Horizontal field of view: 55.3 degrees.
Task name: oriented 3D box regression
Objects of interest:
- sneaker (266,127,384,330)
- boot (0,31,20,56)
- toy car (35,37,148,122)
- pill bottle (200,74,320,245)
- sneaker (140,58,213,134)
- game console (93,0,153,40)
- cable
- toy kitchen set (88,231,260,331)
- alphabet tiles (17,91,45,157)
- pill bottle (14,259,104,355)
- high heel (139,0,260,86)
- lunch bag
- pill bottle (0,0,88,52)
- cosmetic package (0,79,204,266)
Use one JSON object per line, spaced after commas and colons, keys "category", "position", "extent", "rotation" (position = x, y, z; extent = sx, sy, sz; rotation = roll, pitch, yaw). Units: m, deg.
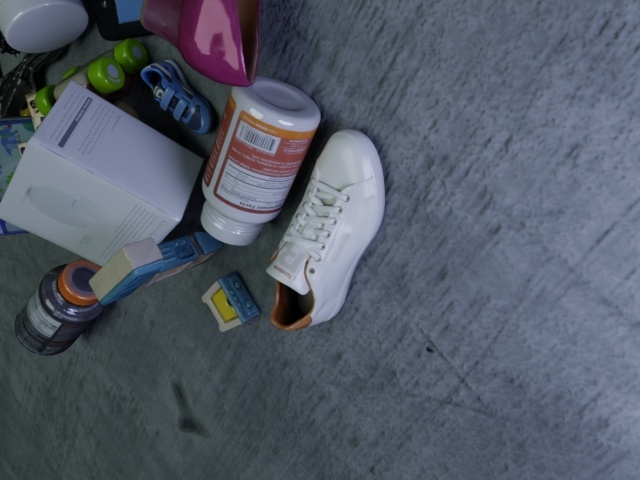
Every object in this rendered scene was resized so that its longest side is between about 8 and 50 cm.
{"category": "sneaker", "position": [0.000, 0.000, 0.798], "extent": [0.105, 0.123, 0.290], "rotation": [28, 119, 30]}
{"category": "boot", "position": [-0.582, -0.413, 1.137], "extent": [0.099, 0.045, 0.121], "rotation": [51, 133, 41]}
{"category": "toy car", "position": [-0.333, -0.204, 1.004], "extent": [0.155, 0.149, 0.188], "rotation": [-14, 122, 29]}
{"category": "pill bottle", "position": [-0.091, -0.103, 0.833], "extent": [0.121, 0.121, 0.216], "rotation": [40, 126, 20]}
{"category": "sneaker", "position": [-0.221, -0.216, 0.935], "extent": [0.144, 0.059, 0.053], "rotation": [49, 126, 13]}
{"category": "game console", "position": [-0.298, -0.421, 0.851], "extent": [0.293, 0.173, 0.250], "rotation": [6, 109, 37]}
{"category": "cable", "position": [-0.553, -0.318, 1.179], "extent": [0.287, 0.072, 0.140], "rotation": [-48, 57, 25]}
{"category": "toy kitchen set", "position": [-0.200, 0.076, 0.921], "extent": [0.122, 0.207, 0.166], "rotation": [-35, 83, 41]}
{"category": "alphabet tiles", "position": [-0.439, -0.154, 1.089], "extent": [0.198, 0.009, 0.237], "rotation": [-11, 100, 6]}
{"category": "pill bottle", "position": [-0.519, 0.132, 1.238], "extent": [0.245, 0.130, 0.131], "rotation": [-38, 81, 39]}
{"category": "high heel", "position": [-0.075, -0.377, 0.716], "extent": [0.181, 0.127, 0.377], "rotation": [35, 115, 19]}
{"category": "lunch bag", "position": [-0.563, -0.122, 1.153], "extent": [0.090, 0.175, 0.219], "rotation": [-133, 39, -67]}
{"category": "pill bottle", "position": [-0.508, -0.468, 1.002], "extent": [0.161, 0.161, 0.283], "rotation": [-31, 85, 40]}
{"category": "cosmetic package", "position": [-0.340, -0.083, 0.945], "extent": [0.224, 0.138, 0.224], "rotation": [32, 139, -22]}
